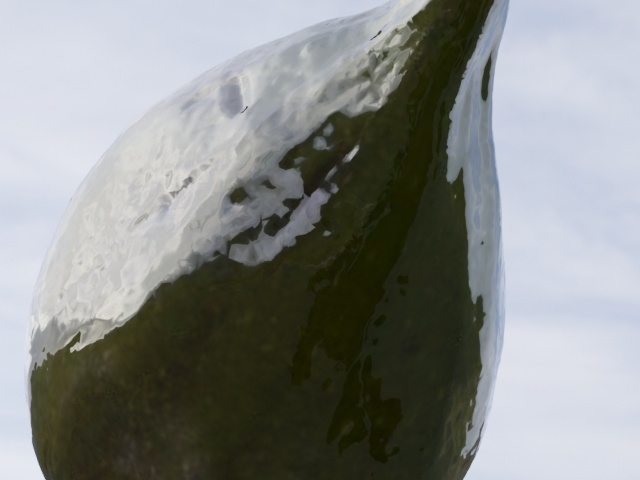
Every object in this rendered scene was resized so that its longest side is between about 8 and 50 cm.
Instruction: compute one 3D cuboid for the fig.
[{"bbox_3d":[0.010,0.013,0.395,0.185,0.133,0.126,-31,-61,25],"label":"fig"}]
